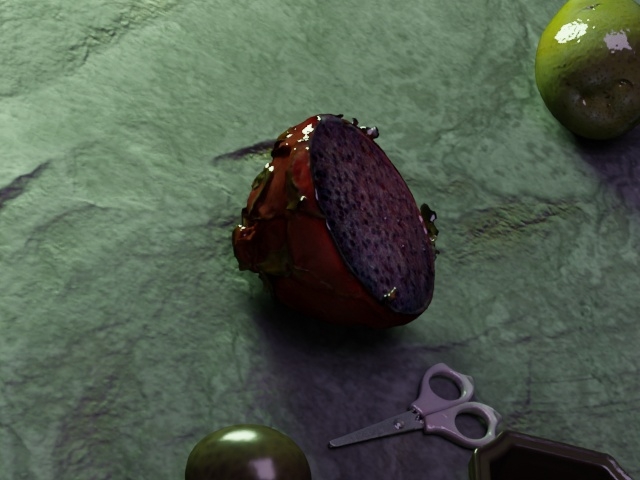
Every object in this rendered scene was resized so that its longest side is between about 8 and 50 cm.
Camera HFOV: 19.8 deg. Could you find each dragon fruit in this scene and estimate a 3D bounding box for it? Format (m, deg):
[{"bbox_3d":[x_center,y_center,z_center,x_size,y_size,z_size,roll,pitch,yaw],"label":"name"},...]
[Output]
[{"bbox_3d":[-0.002,-0.001,1.760,0.218,0.148,0.223,52,28,-22],"label":"dragon fruit"}]

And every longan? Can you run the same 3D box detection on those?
[{"bbox_3d":[-0.062,0.207,1.552,0.113,0.092,0.113,10,56,-15],"label":"longan"}]

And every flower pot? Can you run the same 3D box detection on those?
[{"bbox_3d":[0.204,0.299,1.617,0.179,0.084,0.250,15,45,-15],"label":"flower pot"}]

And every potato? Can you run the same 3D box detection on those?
[{"bbox_3d":[0.326,-0.211,2.119,0.157,0.157,0.194,23,31,-7],"label":"potato"}]

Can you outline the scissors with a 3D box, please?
[{"bbox_3d":[0.084,0.170,1.723,0.189,0.015,0.100,-13,57,-34],"label":"scissors"}]
